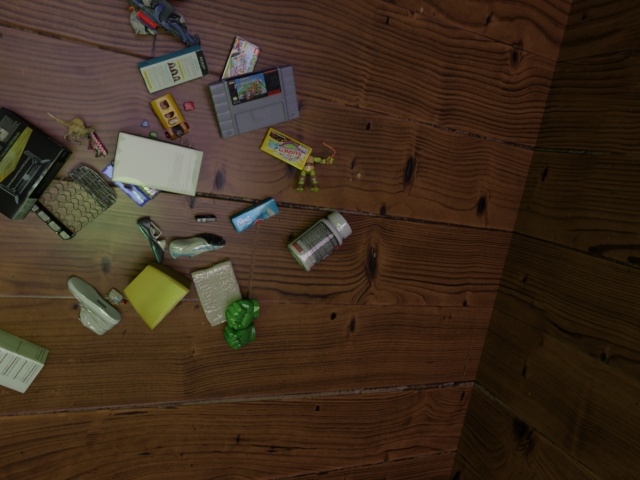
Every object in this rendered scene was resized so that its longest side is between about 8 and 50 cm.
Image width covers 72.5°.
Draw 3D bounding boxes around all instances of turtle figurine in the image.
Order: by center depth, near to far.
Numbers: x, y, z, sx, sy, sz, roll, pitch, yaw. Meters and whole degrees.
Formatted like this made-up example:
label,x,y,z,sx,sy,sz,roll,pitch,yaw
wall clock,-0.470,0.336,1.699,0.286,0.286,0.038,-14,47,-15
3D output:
label,x,y,z,sx,sy,sz,roll,pitch,yaw
turtle figurine,-0.070,-0.333,1.972,0.269,0.087,0.218,1,89,-11

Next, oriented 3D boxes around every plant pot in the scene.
label,x,y,z,sx,sy,sz,roll,pitch,yaw
plant pot,-0.679,0.203,1.798,0.187,0.212,0.212,44,84,-14

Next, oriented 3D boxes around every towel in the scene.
label,x,y,z,sx,sy,sz,roll,pitch,yaw
towel,-0.457,0.240,1.982,0.187,0.049,0.282,-20,112,-19

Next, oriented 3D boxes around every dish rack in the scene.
label,x,y,z,sx,sy,sz,roll,pitch,yaw
dish rack,-0.938,-0.148,1.661,0.271,0.074,0.208,-42,117,-10

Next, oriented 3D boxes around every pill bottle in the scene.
label,x,y,z,sx,sy,sz,roll,pitch,yaw
pill bottle,0.000,0.000,2.050,0.283,0.161,0.161,-38,115,-9

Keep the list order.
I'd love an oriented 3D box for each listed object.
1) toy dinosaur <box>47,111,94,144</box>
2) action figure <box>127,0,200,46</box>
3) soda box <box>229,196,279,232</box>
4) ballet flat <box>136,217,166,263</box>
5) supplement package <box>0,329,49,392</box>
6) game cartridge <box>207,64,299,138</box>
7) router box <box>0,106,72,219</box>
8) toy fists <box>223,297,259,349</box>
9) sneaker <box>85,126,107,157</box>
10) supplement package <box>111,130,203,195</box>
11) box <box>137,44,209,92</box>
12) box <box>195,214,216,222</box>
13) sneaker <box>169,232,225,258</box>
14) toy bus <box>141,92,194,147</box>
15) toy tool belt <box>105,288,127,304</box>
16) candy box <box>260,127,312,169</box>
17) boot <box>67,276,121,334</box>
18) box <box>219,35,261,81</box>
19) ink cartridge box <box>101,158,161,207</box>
label,x,y,z,sx,sy,sz,roll,pitch,yaw
toy dinosaur,-0.911,-0.410,1.610,0.183,0.053,0.093,17,104,3
action figure,-0.563,-0.877,1.610,0.330,0.178,0.341,-47,146,1
soda box,-0.294,-0.116,1.945,0.210,0.067,0.071,-28,113,-13
ballet flat,-0.685,-0.003,1.808,0.074,0.074,0.203,-27,110,-15
supplement package,-1.204,0.451,1.666,0.244,0.139,0.134,37,86,-26
game cartridge,-0.267,-0.578,1.806,0.355,0.068,0.230,-21,132,-17
router box,-1.076,-0.264,1.524,0.243,0.081,0.309,36,88,-8
toy fists,-0.365,0.385,1.994,0.142,0.096,0.279,-6,128,-26
sneaker,-0.862,-0.368,1.651,0.057,0.047,0.119,-26,112,-3
supplement package,-0.618,-0.291,1.649,0.292,0.175,0.178,10,100,-27
box,-0.560,-0.658,1.670,0.244,0.060,0.101,-25,139,-16
box,-0.491,-0.093,1.867,0.083,0.067,0.018,-3,105,-22
sneaker,-0.530,0.027,1.884,0.237,0.085,0.086,-8,133,-25
toy bus,-0.581,-0.472,1.705,0.202,0.104,0.191,14,98,-25
toy tool belt,-0.853,0.244,1.818,0.051,0.052,0.083,-28,116,28
candy box,-0.148,-0.399,1.906,0.205,0.027,0.105,26,98,-1
boot,-0.943,0.273,1.759,0.123,0.095,0.258,-39,104,7
box,-0.331,-0.710,1.787,0.114,0.036,0.207,18,96,-27
ink cartridge box,-0.715,-0.268,1.737,0.208,0.045,0.206,-45,117,-5
